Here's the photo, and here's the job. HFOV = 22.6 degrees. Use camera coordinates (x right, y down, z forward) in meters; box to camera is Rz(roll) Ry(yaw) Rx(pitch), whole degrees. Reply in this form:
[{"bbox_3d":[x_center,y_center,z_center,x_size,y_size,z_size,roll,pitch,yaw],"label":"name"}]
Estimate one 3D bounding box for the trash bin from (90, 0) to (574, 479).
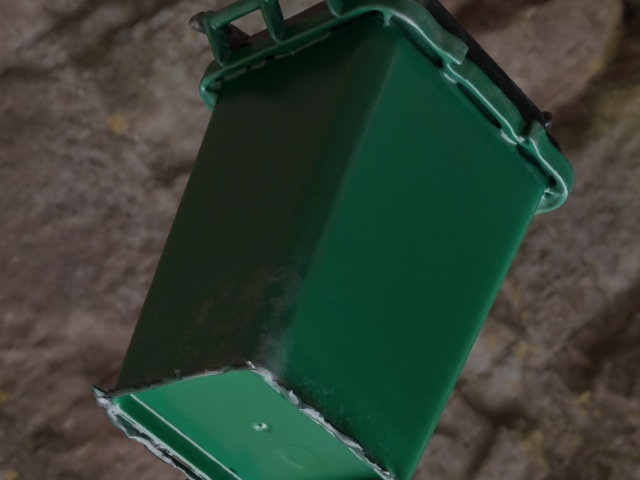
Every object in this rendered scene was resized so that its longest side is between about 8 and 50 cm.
[{"bbox_3d":[0.000,0.000,1.257,0.259,0.295,0.381,-18,-141,44],"label":"trash bin"}]
